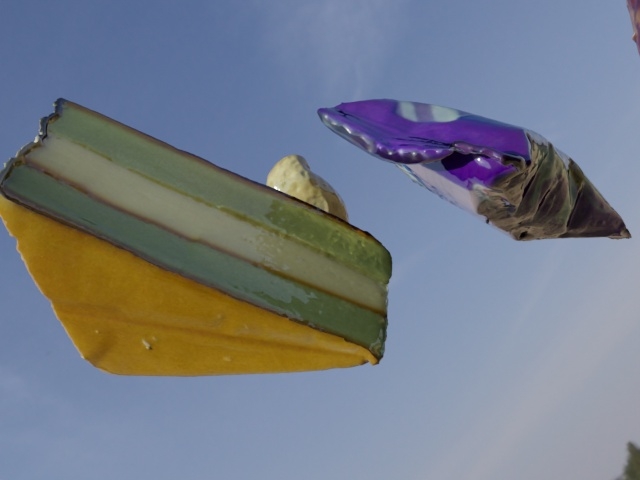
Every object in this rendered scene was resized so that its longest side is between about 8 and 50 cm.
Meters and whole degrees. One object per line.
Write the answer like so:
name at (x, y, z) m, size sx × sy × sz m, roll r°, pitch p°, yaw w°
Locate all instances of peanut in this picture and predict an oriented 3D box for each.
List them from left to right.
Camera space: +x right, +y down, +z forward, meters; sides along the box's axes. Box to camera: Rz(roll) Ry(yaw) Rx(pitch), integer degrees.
peanut at (0.000, 0.000, 1.252) m, size 0.117 × 0.263 × 0.101 m, roll -28°, pitch 14°, yaw -38°

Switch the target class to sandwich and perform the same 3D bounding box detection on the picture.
sandwich at (-0.061, -0.007, 0.499) m, size 0.187 × 0.117 × 0.144 m, roll -5°, pitch -53°, yaw 12°

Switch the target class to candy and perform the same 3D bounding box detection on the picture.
candy at (0.118, -0.045, 0.598) m, size 0.275 × 0.145 × 0.070 m, roll 14°, pitch -81°, yaw -55°

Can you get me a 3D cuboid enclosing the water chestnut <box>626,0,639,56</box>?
water chestnut at (0.272, -0.129, 0.379) m, size 0.289 × 0.289 × 0.244 m, roll -52°, pitch -21°, yaw 18°
